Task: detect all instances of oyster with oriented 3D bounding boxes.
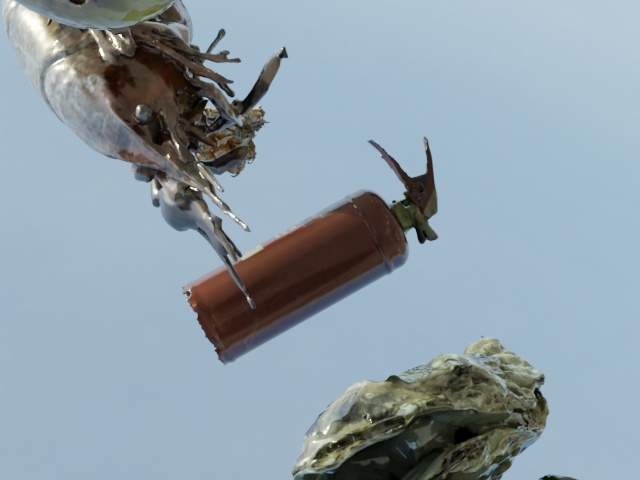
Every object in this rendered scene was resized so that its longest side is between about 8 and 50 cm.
[{"bbox_3d":[0.094,0.171,1.017,0.351,0.162,0.158,-29,-81,-51],"label":"oyster"}]

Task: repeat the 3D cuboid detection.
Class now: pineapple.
[{"bbox_3d":[-0.102,-0.135,1.358,0.114,0.114,0.077,54,-141,-27],"label":"pineapple"}]

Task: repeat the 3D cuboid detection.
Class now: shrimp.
[{"bbox_3d":[-0.108,-0.095,0.771,0.145,0.116,0.343,-1,-139,-36],"label":"shrimp"}]

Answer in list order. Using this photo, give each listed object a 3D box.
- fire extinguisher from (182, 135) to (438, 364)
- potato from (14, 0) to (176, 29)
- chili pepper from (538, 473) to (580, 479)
[{"bbox_3d":[0.000,0.000,1.335,0.337,0.106,0.147,-30,-86,-7],"label":"fire extinguisher"},{"bbox_3d":[-0.073,-0.144,0.330,0.080,0.107,0.170,-16,-91,-41],"label":"potato"},{"bbox_3d":[0.101,0.335,0.971,0.213,0.167,0.385,26,-131,25],"label":"chili pepper"}]
